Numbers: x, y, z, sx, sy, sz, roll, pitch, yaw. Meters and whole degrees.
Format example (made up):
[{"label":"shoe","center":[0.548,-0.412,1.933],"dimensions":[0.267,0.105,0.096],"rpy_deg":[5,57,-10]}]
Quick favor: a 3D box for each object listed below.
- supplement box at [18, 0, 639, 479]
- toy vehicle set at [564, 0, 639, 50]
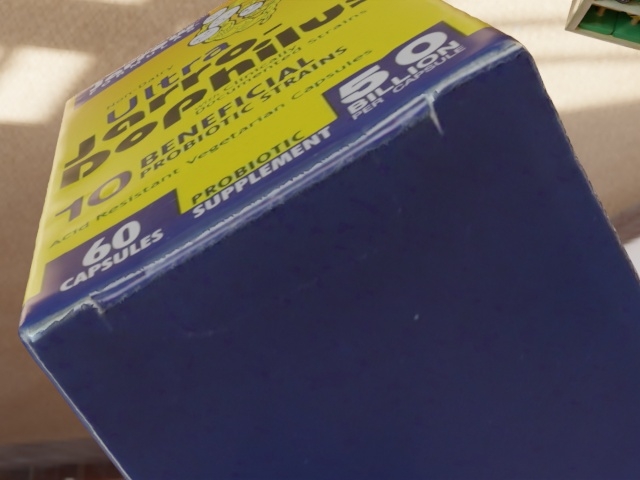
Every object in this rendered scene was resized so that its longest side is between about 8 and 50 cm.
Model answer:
[{"label":"supplement box","center":[0.000,0.000,0.569],"dimensions":[0.194,0.356,0.195],"rpy_deg":[-31,111,1]},{"label":"toy vehicle set","center":[0.318,-0.155,0.807],"dimensions":[0.266,0.035,0.166],"rpy_deg":[15,171,3]}]
